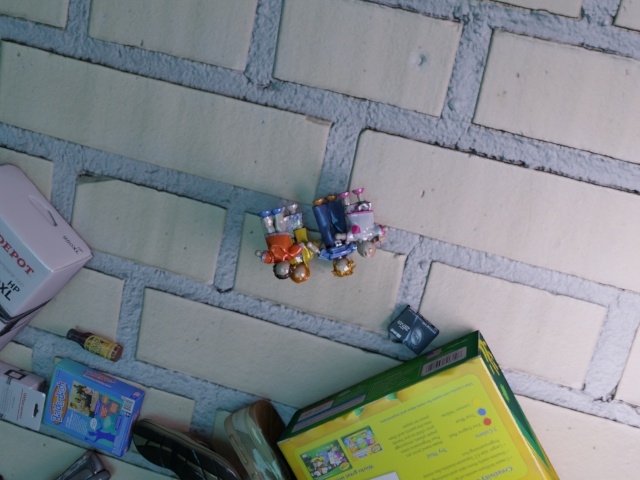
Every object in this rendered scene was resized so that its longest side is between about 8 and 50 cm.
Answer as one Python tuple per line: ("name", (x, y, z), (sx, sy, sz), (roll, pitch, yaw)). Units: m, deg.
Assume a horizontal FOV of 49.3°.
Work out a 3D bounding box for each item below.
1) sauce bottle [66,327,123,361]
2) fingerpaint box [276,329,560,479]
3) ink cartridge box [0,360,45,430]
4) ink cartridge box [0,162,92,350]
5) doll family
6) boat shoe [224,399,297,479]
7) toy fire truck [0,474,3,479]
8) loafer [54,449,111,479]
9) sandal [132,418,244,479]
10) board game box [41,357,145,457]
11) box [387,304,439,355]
("sauce bottle", (-0.509, 0.233, 1.566), (0.128, 0.042, 0.042), (19, 105, 7))
("fingerpaint box", (0.203, 0.446, 1.394), (0.444, 0.163, 0.371), (-28, 94, 17))
("ink cartridge box", (-0.712, 0.360, 1.628), (0.180, 0.060, 0.104), (19, 105, 8))
("ink cartridge box", (-0.744, 0.066, 1.517), (0.395, 0.166, 0.285), (-42, 91, 17))
("doll family", (0.000, 0.000, 1.384), (0.262, 0.118, 0.163), (-14, 93, -3))
("boat shoe", (-0.094, 0.516, 1.504), (0.110, 0.121, 0.341), (-28, 85, 21))
("toy fire truck", (-0.780, 0.679, 1.719), (0.192, 0.047, 0.135), (39, 107, 1))
("loafer", (-0.619, 0.590, 1.651), (0.267, 0.096, 0.084), (-32, 76, 7))
("sandal", (-0.286, 0.477, 1.555), (0.302, 0.086, 0.120), (27, 113, 21))
("board game box", (-0.522, 0.382, 1.598), (0.210, 0.047, 0.160), (22, 106, 7))
("box", (0.189, 0.182, 1.415), (0.083, 0.018, 0.067), (41, 107, 1))
